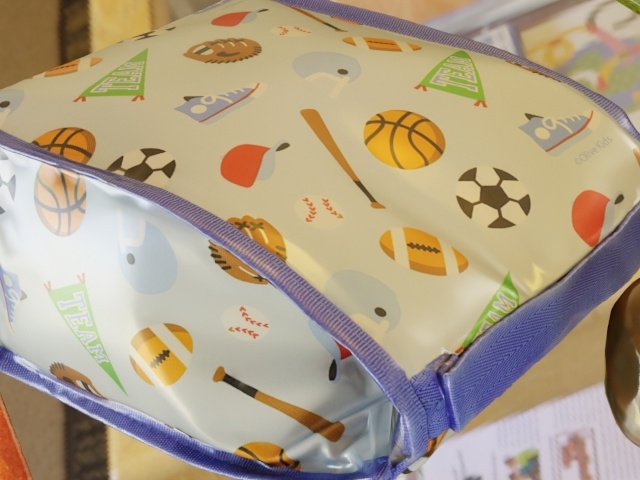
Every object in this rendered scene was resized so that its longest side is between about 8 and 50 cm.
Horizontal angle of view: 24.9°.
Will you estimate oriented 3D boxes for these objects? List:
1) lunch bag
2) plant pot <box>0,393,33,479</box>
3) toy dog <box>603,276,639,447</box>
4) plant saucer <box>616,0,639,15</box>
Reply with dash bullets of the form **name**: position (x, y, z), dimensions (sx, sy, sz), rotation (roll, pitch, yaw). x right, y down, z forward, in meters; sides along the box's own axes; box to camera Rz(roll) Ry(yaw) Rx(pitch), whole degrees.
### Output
- **lunch bag**: position (0.000, 0.000, 0.960), dimensions (0.385, 0.239, 0.328), rotation (17, 36, 35)
- **plant pot**: position (-0.236, 0.145, 0.538), dimensions (0.235, 0.267, 0.267), rotation (-16, 60, -23)
- **toy dog**: position (0.287, 0.094, 0.649), dimensions (0.284, 0.395, 0.408), rotation (-26, 11, -9)
- **plant saucer**: position (0.145, -0.151, 0.581), dimensions (0.188, 0.188, 0.045), rotation (-25, 44, 56)
